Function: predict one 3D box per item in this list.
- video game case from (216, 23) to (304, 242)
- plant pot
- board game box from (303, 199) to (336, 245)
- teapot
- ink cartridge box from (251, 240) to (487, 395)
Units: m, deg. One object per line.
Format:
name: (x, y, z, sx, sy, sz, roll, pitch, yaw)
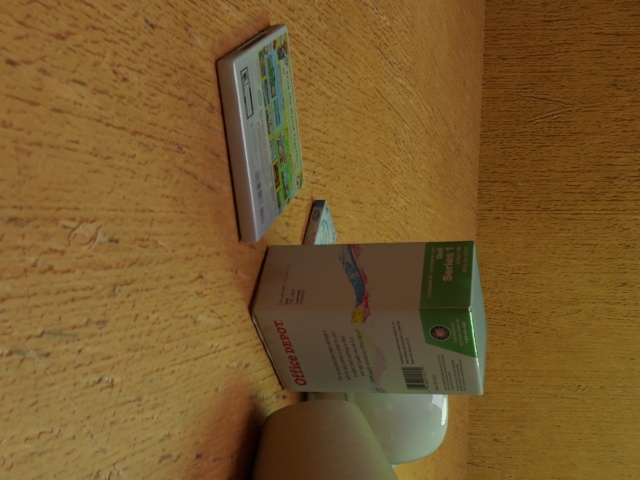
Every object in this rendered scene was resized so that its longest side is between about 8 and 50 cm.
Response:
video game case: (-0.071, -0.140, 1.242, 0.206, 0.026, 0.226, -56, 143, -61)
plant pot: (0.006, 0.348, 1.225, 0.256, 0.257, 0.274, 60, 18, -61)
board game box: (0.000, 0.000, 1.502, 0.090, 0.020, 0.090, 72, 25, -49)
teapot: (0.068, 0.222, 1.493, 0.252, 0.187, 0.256, 101, -23, -48)
ink cartridge box: (0.072, 0.106, 1.305, 0.201, 0.278, 0.117, 73, 22, -48)
